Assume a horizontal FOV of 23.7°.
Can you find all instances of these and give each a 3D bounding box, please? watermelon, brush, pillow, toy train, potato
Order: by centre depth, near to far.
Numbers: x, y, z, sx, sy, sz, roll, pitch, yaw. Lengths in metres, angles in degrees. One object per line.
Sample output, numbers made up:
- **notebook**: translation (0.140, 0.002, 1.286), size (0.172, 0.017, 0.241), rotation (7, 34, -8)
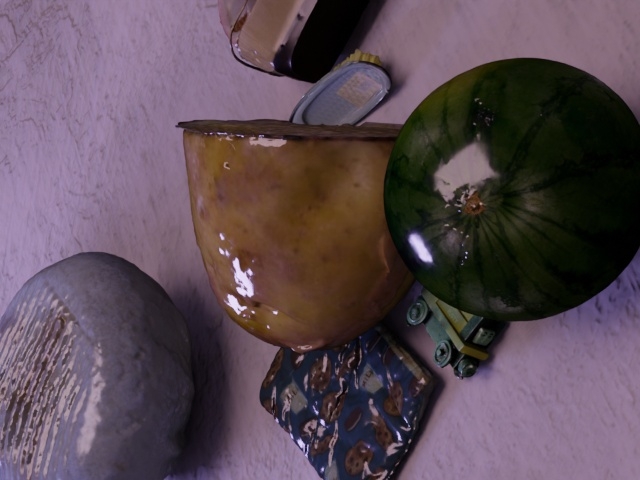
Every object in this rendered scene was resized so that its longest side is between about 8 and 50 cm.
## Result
- **watermelon**: translation (0.176, -0.045, 1.355), size (0.242, 0.242, 0.242), rotation (-25, 58, 47)
- **toy train**: translation (0.135, 0.081, 1.524), size (0.081, 0.050, 0.122), rotation (-53, 39, 16)
- **potato**: translation (0.000, 0.000, 1.572), size (0.289, 0.300, 0.237), rotation (-146, 57, -77)
- **pillow**: translation (0.025, 0.163, 1.654), size (0.255, 0.034, 0.189), rotation (46, 116, 49)
- **brush**: translation (-0.014, -0.145, 1.810), size (0.297, 0.068, 0.060), rotation (-36, 30, 43)

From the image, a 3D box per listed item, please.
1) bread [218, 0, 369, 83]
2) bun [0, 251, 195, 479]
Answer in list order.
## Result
- **bread**: translation (-0.036, -0.308, 1.825), size (0.224, 0.142, 0.212), rotation (-59, 41, 21)
- **bun**: translation (-0.280, 0.194, 1.898), size (0.362, 0.211, 0.362), rotation (-29, 51, 44)
